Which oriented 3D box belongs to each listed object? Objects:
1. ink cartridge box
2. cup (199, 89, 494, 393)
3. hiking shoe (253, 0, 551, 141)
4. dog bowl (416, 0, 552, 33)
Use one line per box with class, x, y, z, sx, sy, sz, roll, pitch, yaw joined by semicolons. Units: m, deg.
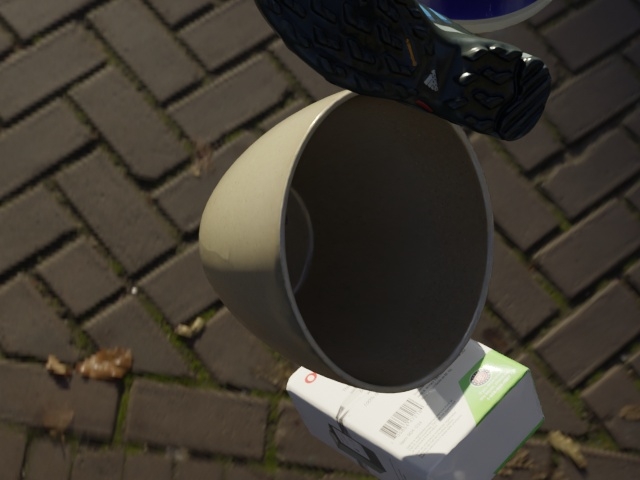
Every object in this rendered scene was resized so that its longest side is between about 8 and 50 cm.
ink cartridge box;0.122;0.212;1.711;0.198;0.115;0.273;-43;43;-21
cup;0.000;0.000;1.462;0.331;0.237;0.331;2;87;-44
hiking shoe;0.057;-0.175;1.178;0.304;0.132;0.113;27;91;-23
dog bowl;0.160;-0.366;1.453;0.265;0.104;0.265;-1;63;3
